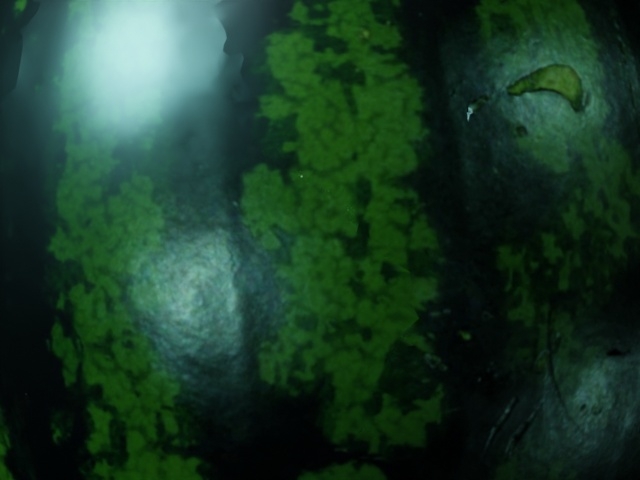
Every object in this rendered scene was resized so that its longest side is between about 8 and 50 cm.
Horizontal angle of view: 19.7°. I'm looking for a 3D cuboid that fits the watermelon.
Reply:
[{"bbox_3d":[0.001,-0.005,0.498,0.269,0.269,0.269,-27,20,11],"label":"watermelon"}]
